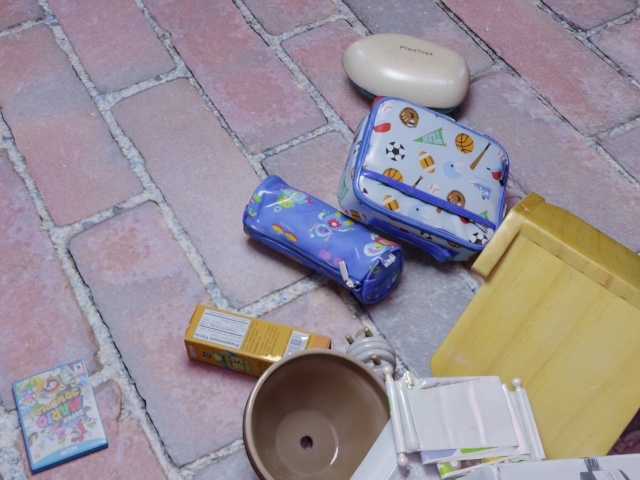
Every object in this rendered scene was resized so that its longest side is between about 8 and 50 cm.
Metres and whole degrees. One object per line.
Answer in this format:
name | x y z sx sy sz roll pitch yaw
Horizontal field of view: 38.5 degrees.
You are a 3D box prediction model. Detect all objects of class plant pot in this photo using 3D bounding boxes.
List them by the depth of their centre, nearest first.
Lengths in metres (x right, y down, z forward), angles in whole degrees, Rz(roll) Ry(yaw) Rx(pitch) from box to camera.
plant pot | -0.008 0.289 1.362 0.237 0.109 0.237 8 62 -16

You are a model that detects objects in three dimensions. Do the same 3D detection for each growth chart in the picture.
growth chart | 0.208 0.266 1.316 0.237 0.021 0.171 5 61 -13

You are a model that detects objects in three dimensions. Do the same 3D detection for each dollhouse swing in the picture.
dollhouse swing | 0.390 0.154 1.486 0.347 0.305 0.315 34 20 12

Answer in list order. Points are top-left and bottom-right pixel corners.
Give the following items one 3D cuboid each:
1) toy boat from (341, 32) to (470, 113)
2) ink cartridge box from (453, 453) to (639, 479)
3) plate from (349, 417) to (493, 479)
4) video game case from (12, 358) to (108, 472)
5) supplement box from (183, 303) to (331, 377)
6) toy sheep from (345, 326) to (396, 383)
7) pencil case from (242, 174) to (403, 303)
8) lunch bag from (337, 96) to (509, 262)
toy boat | 0.150 -0.288 1.840 0.268 0.148 0.318 19 46 9
ink cartridge box | 0.324 0.364 1.191 0.308 0.223 0.129 1 64 -18
plate | 0.177 0.384 1.288 0.278 0.045 0.277 38 59 3
video game case | -0.416 0.276 1.460 0.119 0.015 0.166 -18 54 -14
supplement box | -0.102 0.176 1.497 0.234 0.078 0.080 14 56 13
toy sheep | 0.081 0.195 1.471 0.091 0.091 0.132 -5 45 -4
pencil case | 0.000 0.000 1.607 0.306 0.119 0.133 30 35 24
lunch bag | 0.191 -0.099 1.615 0.303 0.115 0.243 22 65 -13
